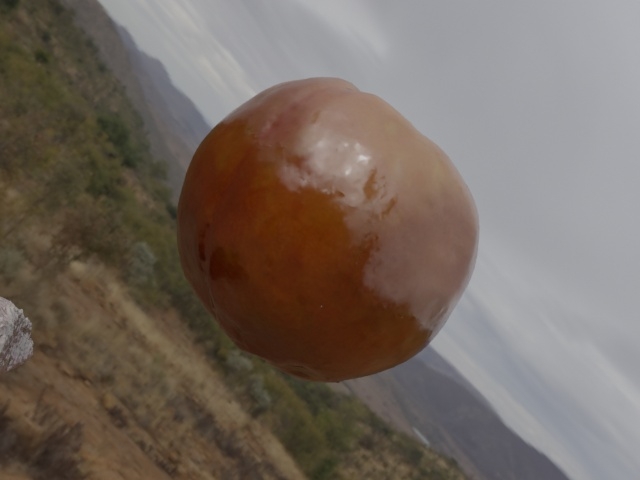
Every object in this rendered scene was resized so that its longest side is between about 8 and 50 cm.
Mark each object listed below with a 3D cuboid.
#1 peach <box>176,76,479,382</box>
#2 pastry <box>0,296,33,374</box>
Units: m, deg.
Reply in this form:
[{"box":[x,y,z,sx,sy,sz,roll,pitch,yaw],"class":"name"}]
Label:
[{"box":[0.000,0.000,0.884,0.343,0.301,0.343,42,-6,6],"class":"peach"},{"box":[-0.372,0.103,0.822,0.103,0.112,0.265,10,5,-10],"class":"pastry"}]
